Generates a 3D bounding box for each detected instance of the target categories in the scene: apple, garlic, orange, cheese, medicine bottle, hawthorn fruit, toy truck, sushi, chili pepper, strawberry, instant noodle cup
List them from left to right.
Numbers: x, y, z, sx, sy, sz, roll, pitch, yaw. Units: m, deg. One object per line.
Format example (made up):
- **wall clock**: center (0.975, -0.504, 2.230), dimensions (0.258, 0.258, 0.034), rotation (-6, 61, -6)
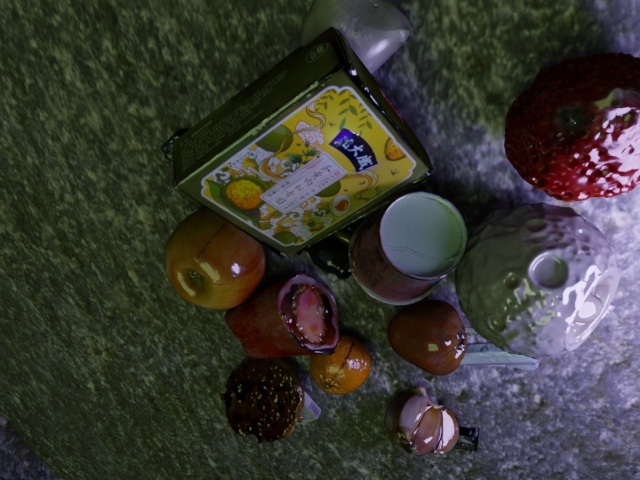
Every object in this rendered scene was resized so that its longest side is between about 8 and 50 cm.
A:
- **toy truck**: center (-0.321, -0.202, 1.396), dimensions (0.201, 0.074, 0.088), rotation (45, 121, -13)
- **apple**: center (-0.291, 0.054, 1.458), dimensions (0.286, 0.233, 0.286), rotation (10, 125, 15)
- **chili pepper**: center (-0.125, 0.246, 1.531), dimensions (0.305, 0.229, 0.251), rotation (-23, 149, 31)
- **medicine bottle**: center (-0.123, 0.590, 1.876), dimensions (0.201, 0.052, 0.171), rotation (-28, 110, 32)
- **toy truck**: center (0.000, 0.000, 1.355), dimensions (0.224, 0.165, 0.147), rotation (29, 127, 2)
- **orange**: center (0.057, 0.378, 1.596), dimensions (0.193, 0.161, 0.193), rotation (7, 125, 10)
- **cheese**: center (0.057, -0.414, 1.062), dimensions (0.198, 0.154, 0.189), rotation (36, 133, -8)
- **instant noodle cup**: center (0.197, 0.013, 1.191), dimensions (0.243, 0.243, 0.231), rotation (27, 165, 1)
- **garlic**: center (0.308, 0.577, 1.647), dimensions (0.214, 0.191, 0.160), rotation (40, 153, -23)
- **hawthorn fruit**: center (0.270, 0.257, 1.433), dimensions (0.251, 0.199, 0.199), rotation (0, 124, 37)
- **sushi**: center (0.460, 0.642, 1.690), dimensions (0.083, 0.056, 0.085), rotation (7, 124, 15)
- **strawberry**: center (0.488, -0.195, 0.957), dimensions (0.292, 0.310, 0.292), rotation (7, 122, 11)

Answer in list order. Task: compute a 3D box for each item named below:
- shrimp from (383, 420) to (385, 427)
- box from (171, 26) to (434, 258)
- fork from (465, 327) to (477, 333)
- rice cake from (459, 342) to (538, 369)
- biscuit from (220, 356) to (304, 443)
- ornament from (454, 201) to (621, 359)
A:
- **shrimp**: center (0.252, 0.610, 1.766), dimensions (0.095, 0.045, 0.162), rotation (3, 132, 43)
- **box**: center (-0.031, -0.168, 1.102), dimensions (0.420, 0.138, 0.373), rotation (-31, 141, 20)
- **fork**: center (0.468, 0.250, 1.438), dimensions (0.219, 0.028, 0.034), rotation (-3, 125, 22)
- **rice cake**: center (0.462, 0.329, 1.480), dimensions (0.290, 0.051, 0.081), rotation (-10, 110, 28)
- **biscuit**: center (-0.189, 0.537, 1.796), dimensions (0.334, 0.081, 0.289), rotation (-34, 76, 25)
- **ornament**: center (0.451, 0.080, 1.144), dimensions (0.337, 0.337, 0.337), rotation (10, 126, 14)
